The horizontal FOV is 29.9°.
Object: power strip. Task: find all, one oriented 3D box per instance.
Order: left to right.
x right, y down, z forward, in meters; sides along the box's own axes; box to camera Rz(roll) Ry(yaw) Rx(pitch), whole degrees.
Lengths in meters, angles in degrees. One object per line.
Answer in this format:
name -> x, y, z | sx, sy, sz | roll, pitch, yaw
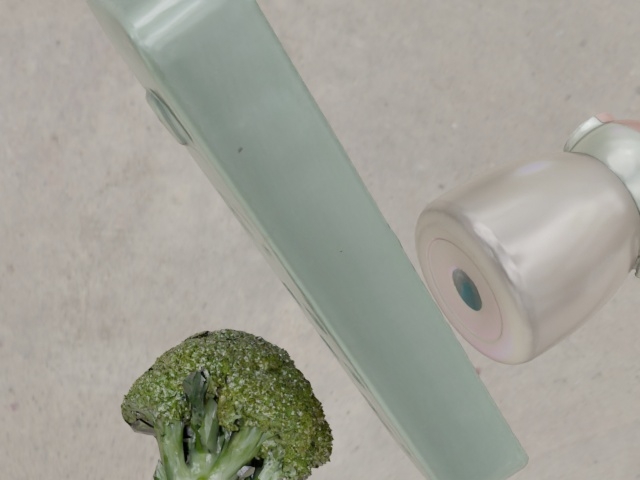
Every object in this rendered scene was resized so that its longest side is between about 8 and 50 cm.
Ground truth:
power strip -> 0.000, 0.000, 0.613 | 0.062, 0.385, 0.091 | -37, 36, -5

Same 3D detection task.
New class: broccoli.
broccoli -> -0.057, 0.111, 0.699 | 0.130, 0.131, 0.120 | 35, 63, -33

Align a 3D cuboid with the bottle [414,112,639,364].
bottle -> 0.207, -0.016, 0.973 | 0.236, 0.147, 0.147 | -30, 74, -19
